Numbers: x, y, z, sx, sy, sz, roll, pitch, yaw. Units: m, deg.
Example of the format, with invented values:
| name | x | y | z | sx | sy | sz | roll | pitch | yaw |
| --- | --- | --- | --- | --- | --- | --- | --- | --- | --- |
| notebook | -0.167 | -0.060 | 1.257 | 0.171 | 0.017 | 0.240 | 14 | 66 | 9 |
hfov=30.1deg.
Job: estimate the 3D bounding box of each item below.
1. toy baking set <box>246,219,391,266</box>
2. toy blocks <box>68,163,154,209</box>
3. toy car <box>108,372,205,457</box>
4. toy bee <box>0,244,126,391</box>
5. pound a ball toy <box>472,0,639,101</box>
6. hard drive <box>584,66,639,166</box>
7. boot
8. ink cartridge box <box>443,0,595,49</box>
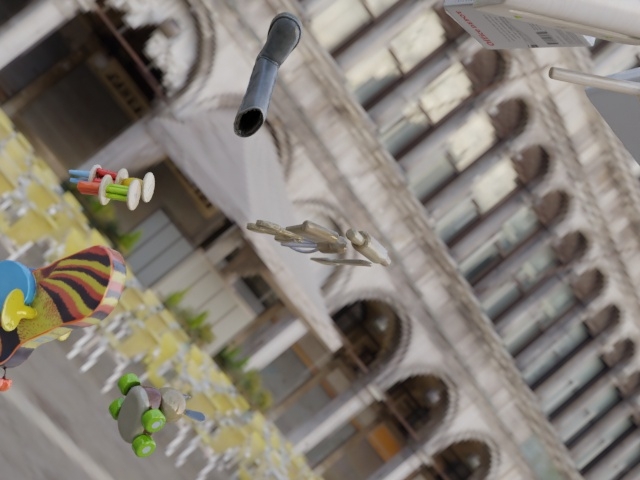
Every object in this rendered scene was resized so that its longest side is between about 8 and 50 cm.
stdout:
| name | x | y | z | sx | sy | sz | roll | pitch | yaw |
| --- | --- | --- | --- | --- | --- | --- | --- | --- | --- |
| toy baking set | 0.006 | 0.001 | 1.743 | 0.196 | 0.030 | 0.256 | 10 | -10 | 28 |
| toy blocks | -0.375 | -0.096 | 2.048 | 0.148 | 0.054 | 0.123 | 9 | 15 | 11 |
| toy car | -0.368 | 0.397 | 2.766 | 0.188 | 0.149 | 0.155 | -2 | 36 | -39 |
| toy bee | -0.390 | 0.111 | 1.561 | 0.195 | 0.298 | 0.162 | 6 | 71 | -57 |
| pound a ball toy | 0.365 | -0.299 | 1.555 | 0.319 | 0.208 | 0.135 | 8 | 1 | -23 |
| hard drive | 0.662 | -0.220 | 2.109 | 0.233 | 0.047 | 0.353 | 48 | -24 | -19 |
| boot | -0.109 | -0.331 | 2.379 | 0.076 | 0.209 | 0.190 | 25 | -42 | -3 |
| ink cartridge box | 0.321 | -0.374 | 1.882 | 0.203 | 0.086 | 0.148 | 7 | -17 | 42 |
